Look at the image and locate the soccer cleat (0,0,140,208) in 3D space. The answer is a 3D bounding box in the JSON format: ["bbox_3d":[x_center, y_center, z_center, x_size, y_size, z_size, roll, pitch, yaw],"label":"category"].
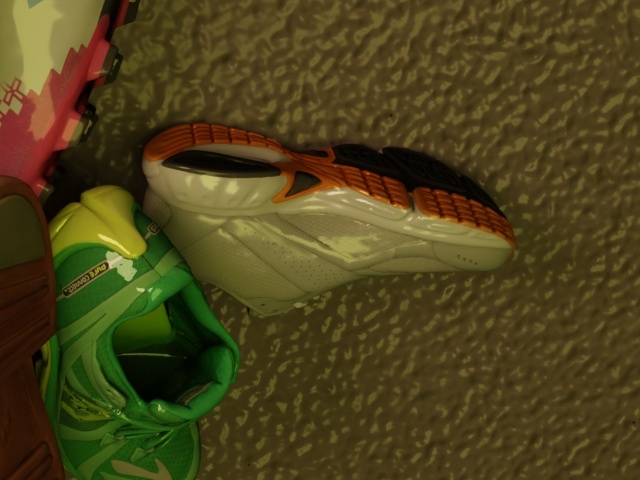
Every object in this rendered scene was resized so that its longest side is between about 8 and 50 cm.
[{"bbox_3d":[-0.179,-0.169,1.171,0.143,0.116,0.331,22,103,-4],"label":"soccer cleat"}]

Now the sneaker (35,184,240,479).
[{"bbox_3d":[-0.119,0.095,1.230,0.109,0.123,0.295,-38,148,-23],"label":"sneaker"}]

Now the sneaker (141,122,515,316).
[{"bbox_3d":[0.000,0.000,1.289,0.262,0.099,0.121,10,117,-9],"label":"sneaker"}]

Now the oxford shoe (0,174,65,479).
[{"bbox_3d":[-0.249,0.136,1.154,0.146,0.140,0.397,12,110,19],"label":"oxford shoe"}]
